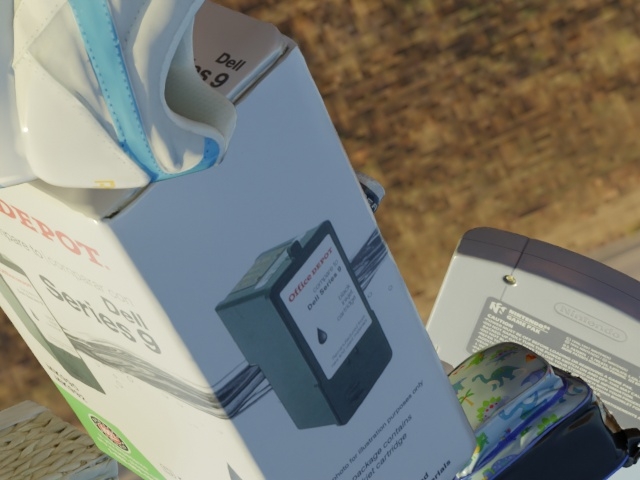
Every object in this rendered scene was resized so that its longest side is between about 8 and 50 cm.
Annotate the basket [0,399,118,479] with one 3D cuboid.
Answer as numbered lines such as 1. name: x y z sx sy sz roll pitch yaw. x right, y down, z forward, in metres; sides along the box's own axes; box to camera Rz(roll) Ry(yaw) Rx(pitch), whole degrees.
1. basket: -0.226 0.201 1.181 0.103 0.113 0.167 16 -151 37

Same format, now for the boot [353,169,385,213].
1. boot: 0.000 0.000 1.162 0.123 0.258 0.095 -36 150 -15

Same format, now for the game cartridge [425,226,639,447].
1. game cartridge: 0.256 0.102 1.667 0.062 0.297 0.198 -57 169 -42

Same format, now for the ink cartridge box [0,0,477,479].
1. ink cartridge box: -0.070 0.016 0.827 0.211 0.289 0.121 25 -118 42

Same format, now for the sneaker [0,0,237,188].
1. sneaker: -0.074 -0.127 0.567 0.092 0.229 0.087 0 -154 2

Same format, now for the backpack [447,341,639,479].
1. backpack: 0.104 0.108 0.948 0.105 0.084 0.114 -40 -166 -6
